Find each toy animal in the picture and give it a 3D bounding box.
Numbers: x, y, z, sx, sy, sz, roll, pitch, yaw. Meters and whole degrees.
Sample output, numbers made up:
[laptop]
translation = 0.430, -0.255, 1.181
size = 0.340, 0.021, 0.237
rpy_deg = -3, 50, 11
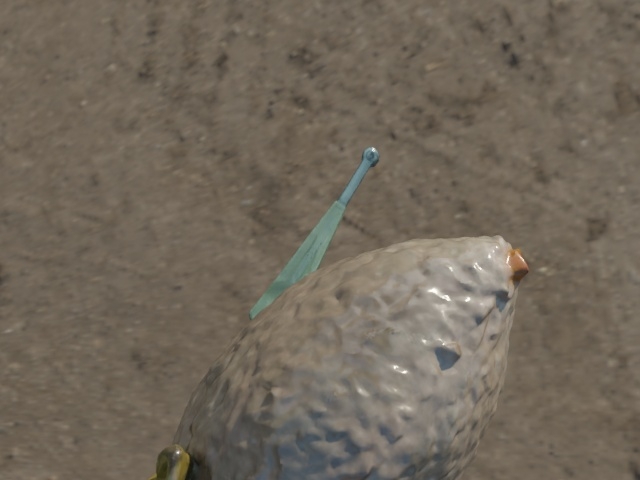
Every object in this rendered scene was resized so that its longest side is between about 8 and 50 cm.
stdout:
[toy animal]
translation = 0.011, 0.130, 1.090
size = 0.188, 0.358, 0.226
rpy_deg = 38, 28, -9

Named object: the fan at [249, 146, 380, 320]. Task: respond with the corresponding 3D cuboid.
[fan]
translation = 0.000, 0.000, 1.373
size = 0.038, 0.016, 0.193
rpy_deg = 32, 79, 1
